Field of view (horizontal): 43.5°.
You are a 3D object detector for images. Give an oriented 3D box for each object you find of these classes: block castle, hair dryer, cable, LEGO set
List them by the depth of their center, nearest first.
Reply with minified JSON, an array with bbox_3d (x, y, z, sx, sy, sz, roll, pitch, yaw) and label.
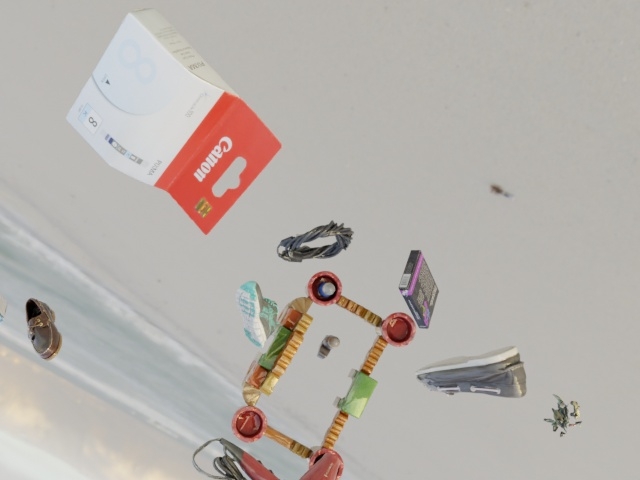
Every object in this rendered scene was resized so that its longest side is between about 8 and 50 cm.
[{"bbox_3d":[0.322,0.230,1.047,0.023,0.054,0.083,-4,-179,-15],"label":"LEGO set"},{"bbox_3d":[-0.082,0.464,1.515,0.294,0.223,0.080,-4,161,-32],"label":"hair dryer"},{"bbox_3d":[0.000,0.000,1.755,0.150,0.047,0.184,-34,155,30],"label":"cable"},{"bbox_3d":[0.002,0.324,1.952,0.303,0.453,0.213,30,171,-6],"label":"block castle"}]

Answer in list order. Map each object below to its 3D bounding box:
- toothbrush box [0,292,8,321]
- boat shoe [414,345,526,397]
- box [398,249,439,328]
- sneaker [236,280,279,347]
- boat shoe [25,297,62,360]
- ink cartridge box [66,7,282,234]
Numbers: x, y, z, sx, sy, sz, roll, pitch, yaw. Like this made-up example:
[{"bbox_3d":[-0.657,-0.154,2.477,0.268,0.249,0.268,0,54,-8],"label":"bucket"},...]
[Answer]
[{"bbox_3d":[-0.777,0.125,1.496,0.216,0.295,0.126,61,169,-17],"label":"toothbrush box"},{"bbox_3d":[0.302,0.289,1.655,0.335,0.112,0.095,-30,76,63],"label":"boat shoe"},{"bbox_3d":[0.235,0.117,1.897,0.029,0.116,0.162,-1,138,31],"label":"box"},{"bbox_3d":[-0.121,0.136,1.618,0.065,0.076,0.166,29,141,32],"label":"sneaker"},{"bbox_3d":[-0.691,0.216,1.973,0.073,0.073,0.207,54,175,-38],"label":"boat shoe"},{"bbox_3d":[-0.306,-0.223,1.625,0.385,0.091,0.308,47,124,3],"label":"ink cartridge box"}]
